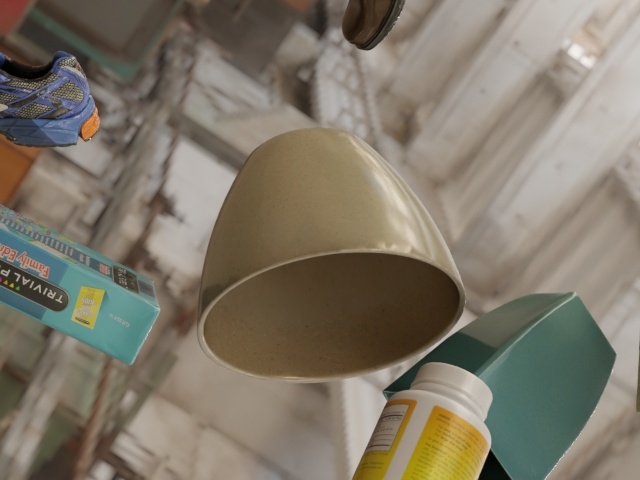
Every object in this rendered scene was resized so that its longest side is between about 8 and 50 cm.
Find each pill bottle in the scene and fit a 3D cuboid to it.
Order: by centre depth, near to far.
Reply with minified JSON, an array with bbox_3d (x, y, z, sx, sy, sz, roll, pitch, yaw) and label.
[{"bbox_3d":[0.099,0.234,1.636,0.117,0.117,0.215,-37,-157,60],"label":"pill bottle"}]

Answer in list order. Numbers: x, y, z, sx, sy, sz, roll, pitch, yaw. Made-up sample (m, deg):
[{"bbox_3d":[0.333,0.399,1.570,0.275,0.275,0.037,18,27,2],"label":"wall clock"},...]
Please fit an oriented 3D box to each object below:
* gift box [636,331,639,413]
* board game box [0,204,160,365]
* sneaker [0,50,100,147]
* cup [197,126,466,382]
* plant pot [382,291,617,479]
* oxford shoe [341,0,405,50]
[{"bbox_3d":[0.545,0.123,1.892,0.258,0.255,0.276,155,-62,-63],"label":"gift box"},{"bbox_3d":[-0.359,0.023,1.911,0.079,0.336,0.254,-62,-171,2],"label":"board game box"},{"bbox_3d":[-0.315,-0.136,1.480,0.083,0.221,0.087,-107,-164,-63],"label":"sneaker"},{"bbox_3d":[0.000,0.000,2.027,0.331,0.331,0.237,-45,-136,45],"label":"cup"},{"bbox_3d":[0.237,0.176,1.971,0.234,0.166,0.165,-41,-165,-24],"label":"plant pot"},{"bbox_3d":[0.041,-0.281,1.575,0.227,0.096,0.083,102,-21,-44],"label":"oxford shoe"}]
